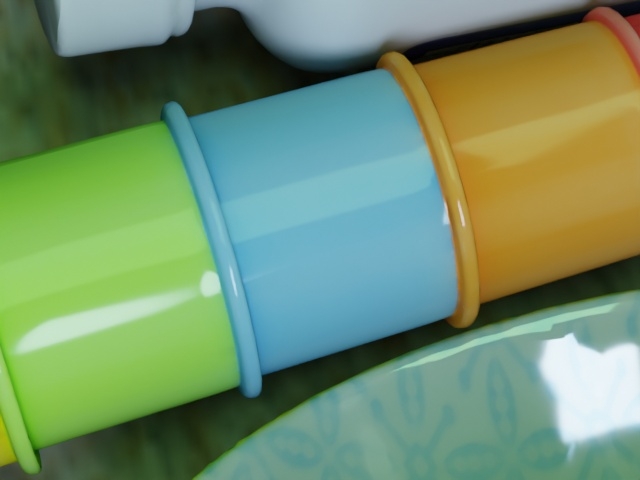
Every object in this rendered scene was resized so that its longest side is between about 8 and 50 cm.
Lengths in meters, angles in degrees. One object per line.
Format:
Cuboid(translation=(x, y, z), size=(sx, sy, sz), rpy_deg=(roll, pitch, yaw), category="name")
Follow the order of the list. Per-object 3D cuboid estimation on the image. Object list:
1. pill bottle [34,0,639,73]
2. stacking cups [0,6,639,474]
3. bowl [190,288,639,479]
Cuboid(translation=(0.044, -0.133, 0.582), size=(0.272, 0.152, 0.152), rpy_deg=(-11, 70, -11), category="pill bottle")
Cuboid(translation=(0.000, 0.000, 0.538), size=(0.316, 0.096, 0.096), rpy_deg=(-14, 70, -6), category="stacking cups")
Cuboid(translation=(0.095, 0.141, 0.458), size=(0.289, 0.289, 0.156), rpy_deg=(-21, 115, -14), category="bowl")
